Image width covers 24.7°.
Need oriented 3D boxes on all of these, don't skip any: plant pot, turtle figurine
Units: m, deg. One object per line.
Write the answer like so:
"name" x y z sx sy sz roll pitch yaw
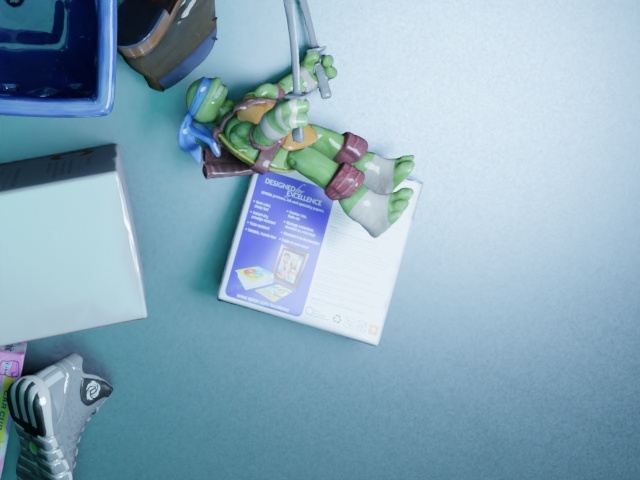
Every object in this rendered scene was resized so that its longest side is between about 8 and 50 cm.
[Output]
"plant pot" -0.338 -0.262 1.573 0.236 0.212 0.236 1 102 -9
"turtle figurine" 0.004 -0.149 1.638 0.266 0.198 0.274 35 85 -15

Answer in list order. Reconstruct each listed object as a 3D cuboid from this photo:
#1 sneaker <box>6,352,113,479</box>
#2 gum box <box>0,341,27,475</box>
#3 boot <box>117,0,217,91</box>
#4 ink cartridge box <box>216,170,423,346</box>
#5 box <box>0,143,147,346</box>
"sneaker" -0.295 0.230 1.750 0.132 0.086 0.228 -38 144 -40
"gum box" -0.420 0.207 1.735 0.107 0.062 0.188 11 100 -10
"boot" -0.152 -0.274 1.679 0.219 0.082 0.106 -51 149 -17
"ink cartridge box" 0.000 0.000 1.752 0.206 0.045 0.208 18 85 -12
"box" -0.378 0.015 1.624 0.345 0.215 0.168 -11 103 -5
